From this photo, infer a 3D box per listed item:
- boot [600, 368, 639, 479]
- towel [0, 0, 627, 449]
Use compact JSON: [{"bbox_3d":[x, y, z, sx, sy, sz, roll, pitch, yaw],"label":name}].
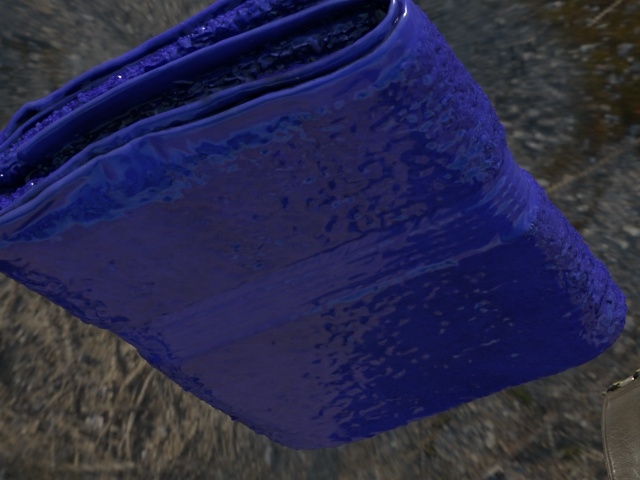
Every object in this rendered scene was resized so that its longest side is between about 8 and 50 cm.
[{"bbox_3d":[0.294,0.073,1.018,0.091,0.263,0.229,40,128,-17],"label":"boot"},{"bbox_3d":[0.000,0.000,0.680,0.227,0.308,0.076,-21,55,20],"label":"towel"}]
